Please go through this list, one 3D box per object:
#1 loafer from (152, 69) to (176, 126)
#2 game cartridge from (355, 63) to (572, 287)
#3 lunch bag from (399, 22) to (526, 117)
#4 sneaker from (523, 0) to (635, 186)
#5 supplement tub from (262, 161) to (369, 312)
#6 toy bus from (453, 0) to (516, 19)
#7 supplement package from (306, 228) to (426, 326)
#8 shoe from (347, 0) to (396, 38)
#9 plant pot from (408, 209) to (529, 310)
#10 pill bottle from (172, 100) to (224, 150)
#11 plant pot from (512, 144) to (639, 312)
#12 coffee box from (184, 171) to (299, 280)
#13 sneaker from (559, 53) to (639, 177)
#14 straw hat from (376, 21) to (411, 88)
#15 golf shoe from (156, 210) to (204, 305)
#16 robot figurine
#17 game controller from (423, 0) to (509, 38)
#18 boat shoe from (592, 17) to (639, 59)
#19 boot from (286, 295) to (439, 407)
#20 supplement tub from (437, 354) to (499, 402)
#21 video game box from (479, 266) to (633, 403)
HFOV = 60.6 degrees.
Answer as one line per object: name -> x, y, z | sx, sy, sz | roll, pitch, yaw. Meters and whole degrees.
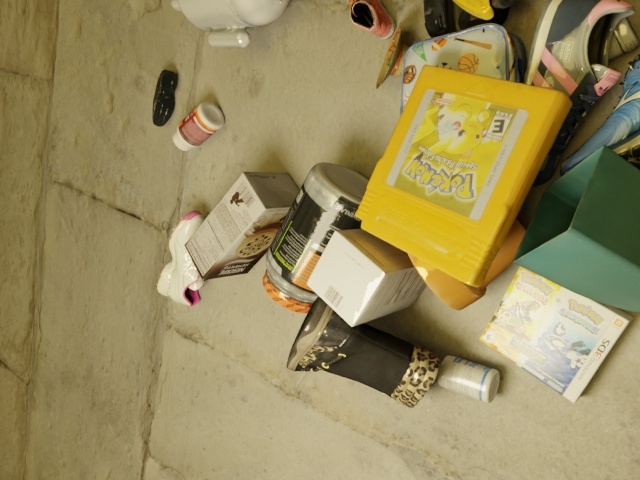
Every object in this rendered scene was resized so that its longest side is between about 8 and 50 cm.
loafer -> -0.473, -0.429, 1.653 | 0.061, 0.062, 0.170 | 43, 117, 52
game cartridge -> 0.220, -0.123, 0.934 | 0.285, 0.053, 0.323 | 30, 97, 44
lunch bag -> 0.279, -0.244, 1.053 | 0.243, 0.115, 0.303 | -1, 93, 35
sneaker -> 0.406, -0.235, 0.892 | 0.131, 0.112, 0.319 | 24, 117, 46
supplement tub -> 0.000, 0.000, 1.240 | 0.193, 0.193, 0.316 | 44, 118, 26
toy bus -> 0.279, -0.520, 0.901 | 0.220, 0.211, 0.149 | -48, 57, 18
supplement package -> 0.117, 0.064, 1.123 | 0.139, 0.244, 0.134 | 42, 117, 28
shoe -> 0.090, -0.513, 1.187 | 0.063, 0.081, 0.178 | -44, 69, 32
plant pot -> 0.285, -0.004, 1.025 | 0.188, 0.205, 0.205 | -36, 73, 24
pill bottle -> -0.348, -0.317, 1.542 | 0.152, 0.086, 0.086 | -30, 77, 35
plant pot -> 0.468, 0.007, 0.858 | 0.234, 0.165, 0.166 | 32, 159, 1
coffee box -> -0.192, -0.035, 1.400 | 0.297, 0.168, 0.119 | -45, 68, 33
sneaker -> 0.527, -0.206, 0.875 | 0.330, 0.130, 0.147 | -42, 46, 39
straw hat -> 0.170, -0.377, 1.147 | 0.061, 0.144, 0.144 | 18, 110, -7
golf shoe -> -0.376, 0.058, 1.601 | 0.140, 0.115, 0.306 | 33, 121, 19
robot figurine -> -0.213, -0.623, 1.334 | 0.353, 0.200, 0.300 | 12, 103, 36
game controller -> 0.278, -0.558, 1.063 | 0.166, 0.067, 0.319 | -1, 94, 23
boat shoe -> 0.450, -0.409, 0.919 | 0.076, 0.083, 0.226 | -25, 80, 35
boot -> 0.082, 0.262, 1.209 | 0.284, 0.138, 0.377 | 24, 153, 4
supplement tub -> 0.302, 0.281, 1.113 | 0.107, 0.071, 0.071 | 13, 102, 35
video game box -> 0.429, 0.165, 1.019 | 0.205, 0.048, 0.187 | 34, 111, 30
